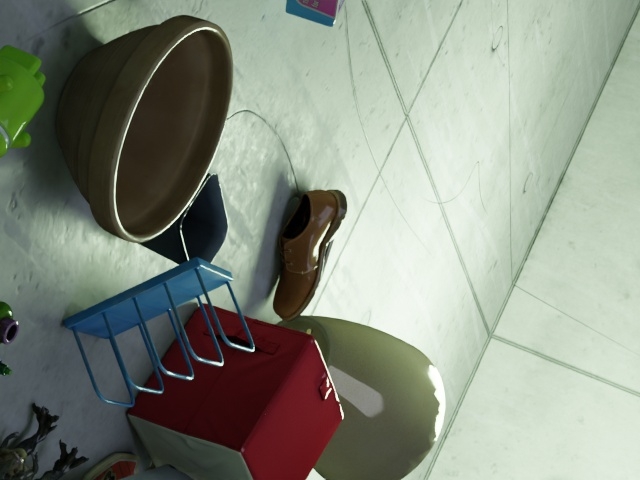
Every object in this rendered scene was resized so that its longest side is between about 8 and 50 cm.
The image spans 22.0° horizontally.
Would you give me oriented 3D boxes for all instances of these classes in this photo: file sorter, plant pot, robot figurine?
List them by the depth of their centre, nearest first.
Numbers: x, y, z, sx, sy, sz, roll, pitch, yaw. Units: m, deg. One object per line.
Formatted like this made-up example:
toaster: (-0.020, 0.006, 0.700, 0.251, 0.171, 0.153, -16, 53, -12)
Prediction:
robot figurine: (-0.292, -0.118, 1.471, 0.115, 0.067, 0.101, -59, 166, -26)
plant pot: (-0.192, -0.126, 1.682, 0.237, 0.110, 0.237, -53, 156, -36)
file sorter: (-0.177, 0.107, 1.856, 0.170, 0.104, 0.118, -25, 164, 11)
plant pot: (0.021, 0.221, 2.519, 0.274, 0.256, 0.256, 43, 69, -54)

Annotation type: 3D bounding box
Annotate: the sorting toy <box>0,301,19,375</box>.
sorting toy: (-0.330, 0.109, 1.663, 0.102, 0.042, 0.061, -49, 154, -46)

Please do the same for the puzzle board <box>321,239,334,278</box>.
puzzle board: (0.000, 0.000, 2.447, 0.096, 0.011, 0.128, -148, -105, -72)

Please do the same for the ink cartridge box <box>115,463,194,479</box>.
ink cartridge box: (-0.273, 0.492, 2.030, 0.395, 0.151, 0.270, -61, 162, 11)

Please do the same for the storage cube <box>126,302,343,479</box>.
storage cube: (-0.107, 0.230, 2.159, 0.193, 0.184, 0.215, -57, 147, -31)

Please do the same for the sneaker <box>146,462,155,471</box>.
sneaker: (-0.212, 0.302, 2.230, 0.037, 0.032, 0.083, -24, 134, -65)

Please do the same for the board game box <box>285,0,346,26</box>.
board game box: (0.041, -0.448, 1.943, 0.316, 0.064, 0.242, 100, 11, -48)

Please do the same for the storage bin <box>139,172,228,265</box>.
storage bin: (-0.166, -0.035, 1.886, 0.098, 0.091, 0.135, -59, 160, -27)

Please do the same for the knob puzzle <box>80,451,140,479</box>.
knob puzzle: (-0.277, 0.354, 2.108, 0.213, 0.030, 0.213, -54, 157, -36)

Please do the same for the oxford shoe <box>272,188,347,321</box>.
oxford shoe: (-0.035, 0.019, 2.390, 0.076, 0.076, 0.212, 5, 112, -40)

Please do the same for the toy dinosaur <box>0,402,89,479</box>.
toy dinosaur: (-0.322, 0.260, 1.840, 0.118, 0.064, 0.268, -55, 163, -26)
